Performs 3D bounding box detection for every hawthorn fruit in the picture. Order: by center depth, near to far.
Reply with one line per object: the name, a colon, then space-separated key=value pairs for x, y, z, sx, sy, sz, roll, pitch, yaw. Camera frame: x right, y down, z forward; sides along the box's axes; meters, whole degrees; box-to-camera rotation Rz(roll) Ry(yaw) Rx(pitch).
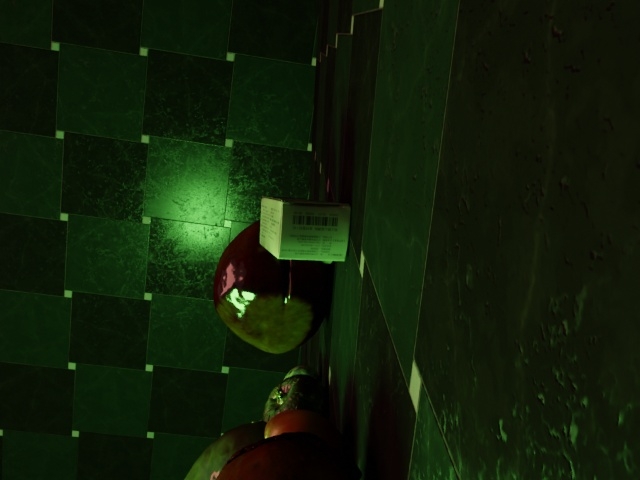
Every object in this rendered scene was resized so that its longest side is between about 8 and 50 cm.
hawthorn fruit: x=-0.055 y=0.469 z=0.921 sx=0.316 sy=0.315 sz=0.316 roll=-178 pitch=90 yaw=-86

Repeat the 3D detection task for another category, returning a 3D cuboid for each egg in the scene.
egg: x=-0.069 y=0.521 z=2.096 sx=0.141 sy=0.141 sz=0.182 roll=-92 pitch=17 yaw=-48

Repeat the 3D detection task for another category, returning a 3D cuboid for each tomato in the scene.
tomato: x=-0.031 y=0.488 z=1.262 sx=0.260 sy=0.179 sz=0.260 roll=180 pitch=90 yaw=-88

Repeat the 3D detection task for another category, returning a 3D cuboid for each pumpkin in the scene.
pumpkin: x=-0.086 y=0.527 z=1.828 sx=0.238 sy=0.159 sz=0.238 roll=-51 pitch=14 yaw=18

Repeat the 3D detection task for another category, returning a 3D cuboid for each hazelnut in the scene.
hazelnut: x=-0.162 y=0.146 z=1.885 sx=0.402 sy=0.402 sz=0.429 roll=-92 pitch=-7 yaw=-45

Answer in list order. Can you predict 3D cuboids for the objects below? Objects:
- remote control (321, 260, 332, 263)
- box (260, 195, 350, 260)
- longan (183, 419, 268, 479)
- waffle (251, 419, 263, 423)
remote control: x=0.027 y=-0.003 z=1.692 sx=0.221 sy=0.042 sz=0.078 roll=102 pitch=170 yaw=-62
box: x=-0.049 y=-0.038 z=1.522 sx=0.333 sy=0.173 sz=0.145 roll=-158 pitch=70 yaw=-75
longan: x=-0.168 y=0.705 z=1.530 sx=0.436 sy=0.404 sz=0.404 roll=-57 pitch=0 yaw=-7
waffle: x=-0.109 y=0.664 z=1.880 sx=0.052 sy=0.254 sz=0.245 roll=-63 pitch=23 yaw=12
